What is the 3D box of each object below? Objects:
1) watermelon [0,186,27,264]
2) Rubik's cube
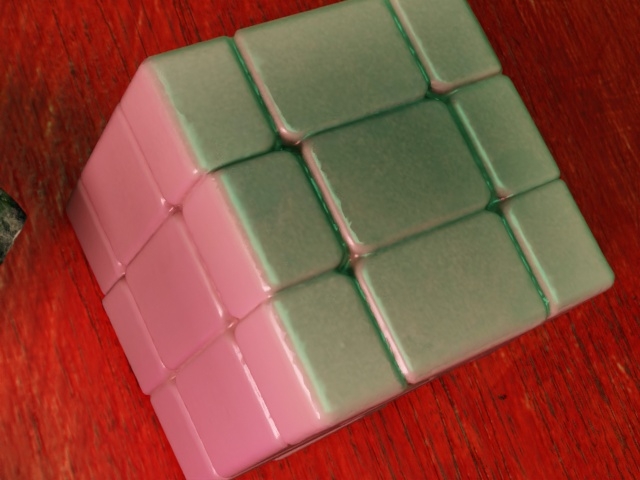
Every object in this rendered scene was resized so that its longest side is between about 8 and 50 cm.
[{"bbox_3d":[-0.397,0.041,0.952,0.318,0.226,0.148,-4,35,0],"label":"watermelon"},{"bbox_3d":[0.000,0.000,1.069,0.322,0.319,0.316,-23,80,-30],"label":"Rubik's cube"}]
